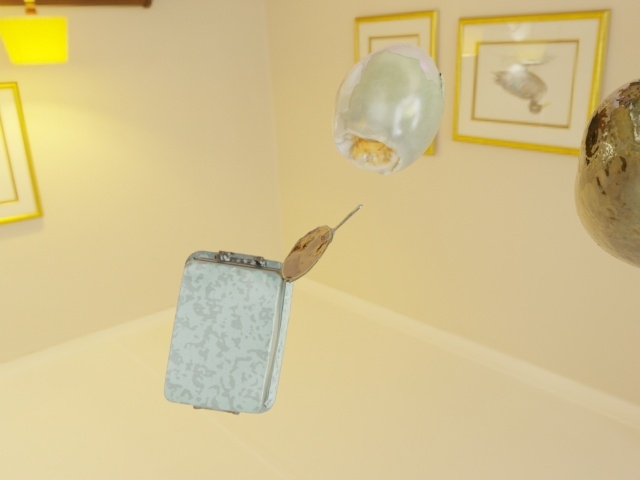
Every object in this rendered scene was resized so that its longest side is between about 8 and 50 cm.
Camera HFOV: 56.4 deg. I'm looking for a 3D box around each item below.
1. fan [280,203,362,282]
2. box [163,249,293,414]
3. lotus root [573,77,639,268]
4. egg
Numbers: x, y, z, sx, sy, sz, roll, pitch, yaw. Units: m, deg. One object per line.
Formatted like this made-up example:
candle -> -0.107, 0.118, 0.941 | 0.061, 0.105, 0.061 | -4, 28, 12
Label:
fan -> 0.000, 0.000, 0.697 | 0.133, 0.005, 0.085 | -40, -155, 20
box -> -0.128, 0.128, 0.828 | 0.162, 0.227, 0.130 | 9, 174, -2
lotus root -> 0.361, -0.063, 0.659 | 0.152, 0.160, 0.275 | 4, 157, 28
egg -> 0.119, -0.230, 1.002 | 0.183, 0.183, 0.217 | 10, -116, 36
